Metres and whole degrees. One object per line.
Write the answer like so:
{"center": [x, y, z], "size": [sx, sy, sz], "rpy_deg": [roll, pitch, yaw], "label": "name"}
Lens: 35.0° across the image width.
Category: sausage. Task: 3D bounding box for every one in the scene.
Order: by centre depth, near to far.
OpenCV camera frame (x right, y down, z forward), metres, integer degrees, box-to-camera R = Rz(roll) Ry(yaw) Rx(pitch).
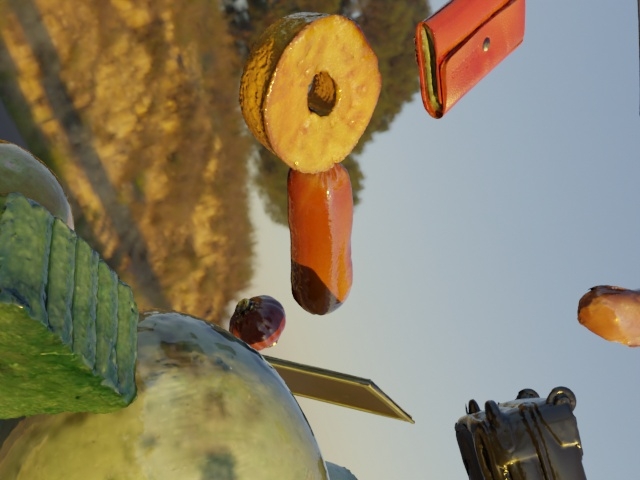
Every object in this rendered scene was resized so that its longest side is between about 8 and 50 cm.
{"center": [0.414, 0.081, 1.165], "size": [0.078, 0.304, 0.078], "rpy_deg": [1, -89, 54], "label": "sausage"}
{"center": [0.000, 0.000, 1.440], "size": [0.089, 0.083, 0.300], "rpy_deg": [23, -38, 22], "label": "sausage"}

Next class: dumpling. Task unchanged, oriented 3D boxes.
{"center": [0.009, 0.495, 2.052], "size": [0.152, 0.219, 0.108], "rpy_deg": [55, 45, -52], "label": "dumpling"}

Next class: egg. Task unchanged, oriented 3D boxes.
{"center": [-0.155, 0.265, 0.979], "size": [0.345, 0.345, 0.428], "rpy_deg": [-122, -146, -62], "label": "egg"}

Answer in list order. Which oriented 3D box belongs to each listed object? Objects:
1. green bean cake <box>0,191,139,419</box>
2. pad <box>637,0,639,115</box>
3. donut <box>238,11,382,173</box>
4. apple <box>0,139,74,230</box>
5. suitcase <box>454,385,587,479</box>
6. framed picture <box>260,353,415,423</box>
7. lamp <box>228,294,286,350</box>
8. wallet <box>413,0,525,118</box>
{"center": [-0.247, 0.052, 0.722], "size": [0.208, 0.193, 0.107], "rpy_deg": [62, 26, -61], "label": "green bean cake"}
{"center": [0.342, -0.198, 1.008], "size": [0.300, 0.005, 0.202], "rpy_deg": [4, 85, -63], "label": "pad"}
{"center": [-0.012, -0.137, 0.921], "size": [0.058, 0.152, 0.152], "rpy_deg": [29, -30, 35], "label": "donut"}
{"center": [-0.581, 0.012, 1.631], "size": [0.384, 0.374, 0.374], "rpy_deg": [-53, -131, 37], "label": "apple"}
{"center": [0.370, 0.434, 1.785], "size": [0.345, 0.188, 0.339], "rpy_deg": [99, -24, -80], "label": "suitcase"}
{"center": [-0.010, 0.199, 1.411], "size": [0.197, 0.252, 0.014], "rpy_deg": [48, 56, -57], "label": "framed picture"}
{"center": [-0.102, 0.135, 1.647], "size": [0.090, 0.101, 0.101], "rpy_deg": [51, 2, -24], "label": "lamp"}
{"center": [0.201, -0.269, 1.332], "size": [0.045, 0.204, 0.142], "rpy_deg": [23, -39, 34], "label": "wallet"}
